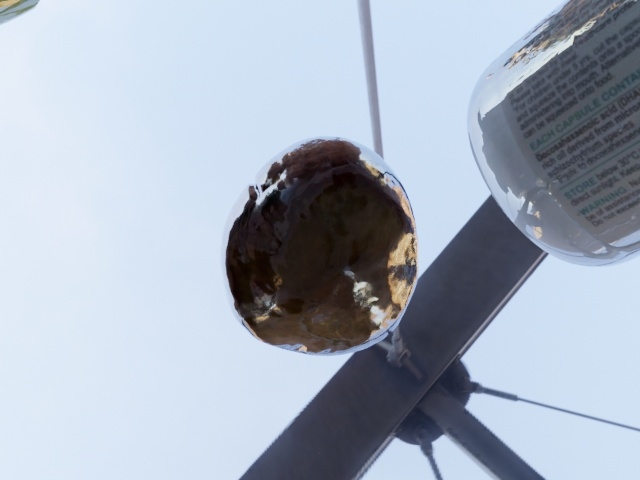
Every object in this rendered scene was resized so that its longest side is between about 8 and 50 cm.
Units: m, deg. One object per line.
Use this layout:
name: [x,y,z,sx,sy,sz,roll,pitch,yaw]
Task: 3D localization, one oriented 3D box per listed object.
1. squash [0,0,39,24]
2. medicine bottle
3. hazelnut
squash: [-0.385,-0.235,0.647,0.083,0.083,0.250,47,-130,13]
medicine bottle: [0.186,-0.086,0.309,0.135,0.215,0.135,20,-128,-28]
hazelnut: [0.000,0.000,0.714,0.229,0.229,0.230,0,-108,0]
